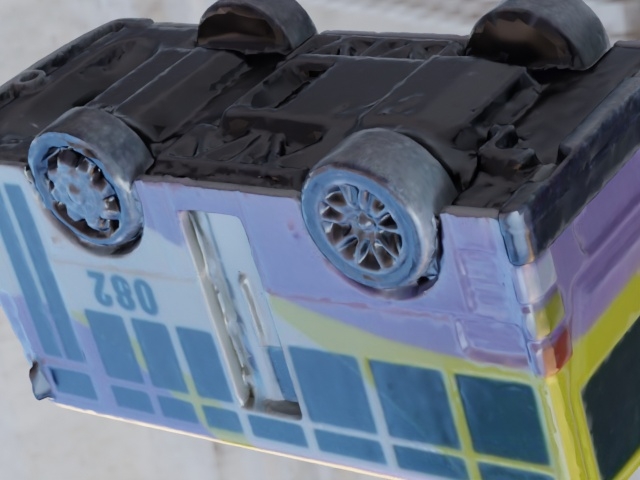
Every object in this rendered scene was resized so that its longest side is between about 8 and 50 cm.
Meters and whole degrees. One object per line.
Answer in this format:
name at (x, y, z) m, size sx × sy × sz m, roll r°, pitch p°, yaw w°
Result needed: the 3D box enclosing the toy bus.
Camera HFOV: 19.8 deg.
toy bus at (0.000, 0.000, 1.095) m, size 0.440 × 0.249 × 0.209 m, roll 7°, pitch -144°, yaw 37°
